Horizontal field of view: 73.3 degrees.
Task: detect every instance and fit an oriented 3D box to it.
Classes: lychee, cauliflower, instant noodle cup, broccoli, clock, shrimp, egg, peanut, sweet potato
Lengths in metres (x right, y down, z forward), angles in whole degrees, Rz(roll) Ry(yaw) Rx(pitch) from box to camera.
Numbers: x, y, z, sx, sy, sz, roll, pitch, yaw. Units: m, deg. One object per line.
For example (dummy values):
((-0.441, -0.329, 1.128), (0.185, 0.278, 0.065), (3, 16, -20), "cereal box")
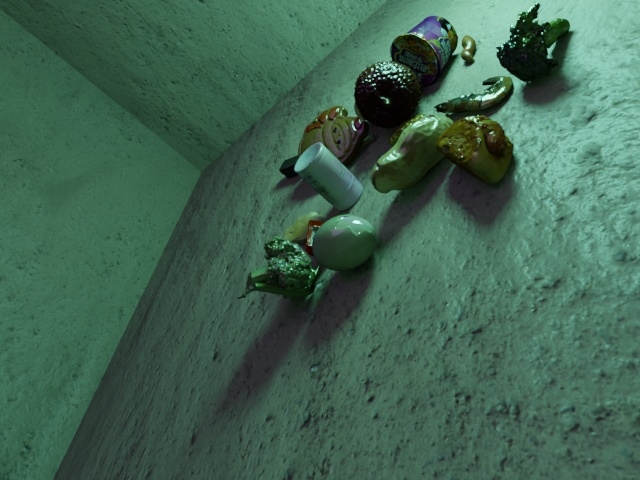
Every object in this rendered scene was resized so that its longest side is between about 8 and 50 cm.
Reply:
((0.277, -0.610, 1.788), (0.275, 0.276, 0.304), (-36, 21, 25), "lychee")
((-0.153, 0.121, 1.508), (0.315, 0.239, 0.256), (-17, 15, -12), "cauliflower")
((0.456, -0.824, 1.851), (0.190, 0.251, 0.251), (-49, 26, -18), "instant noodle cup")
((0.662, -0.637, 1.334), (0.275, 0.198, 0.177), (-57, 28, -14), "broccoli")
((0.000, 0.000, 1.620), (0.155, 0.113, 0.061), (-85, 14, -50), "clock")
((0.541, -0.514, 1.526), (0.169, 0.058, 0.296), (-49, 30, -16), "shrimp")
((0.086, 0.006, 1.400), (0.217, 0.183, 0.183), (-11, 46, 40), "egg")
((0.316, -0.284, 1.448), (0.340, 0.158, 0.174), (-51, -11, 6), "peanut")
((0.609, -0.796, 1.771), (0.058, 0.055, 0.202), (105, 179, -53), "sweet potato")

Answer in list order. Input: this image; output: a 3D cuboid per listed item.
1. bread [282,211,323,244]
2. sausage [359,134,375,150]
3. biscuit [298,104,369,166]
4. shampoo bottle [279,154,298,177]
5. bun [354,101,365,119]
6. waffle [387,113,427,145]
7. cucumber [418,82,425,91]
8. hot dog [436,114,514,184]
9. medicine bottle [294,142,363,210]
((-0.086, -0.049, 1.873), (0.251, 0.039, 0.182), (-20, 40, 45), "bread")
((0.203, -0.440, 1.952), (0.116, 0.026, 0.026), (-31, 33, 32), "sausage")
((0.051, -0.461, 2.017), (0.381, 0.074, 0.359), (-28, 64, 31), "biscuit")
((-0.142, -0.407, 2.360), (0.246, 0.080, 0.079), (-8, 48, 53), "shampoo bottle")
((0.245, -0.619, 2.017), (0.166, 0.113, 0.173), (-13, 15, 5), "bun")
((0.349, -0.429, 1.697), (0.194, 0.051, 0.149), (0, 53, 56), "waffle")
((0.380, -0.638, 1.917), (0.181, 0.053, 0.053), (-30, 33, 37), "cucumber")
((0.459, -0.277, 1.252), (0.153, 0.150, 0.257), (-53, 26, 15), "hot dog")
((0.036, -0.249, 1.708), (0.152, 0.254, 0.152), (-35, 30, 25), "medicine bottle")
